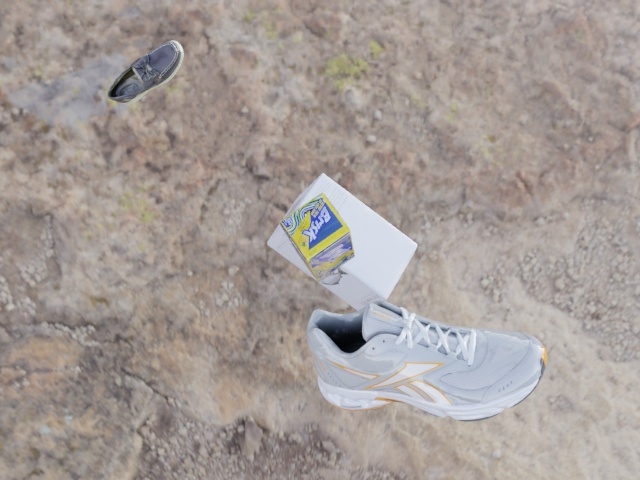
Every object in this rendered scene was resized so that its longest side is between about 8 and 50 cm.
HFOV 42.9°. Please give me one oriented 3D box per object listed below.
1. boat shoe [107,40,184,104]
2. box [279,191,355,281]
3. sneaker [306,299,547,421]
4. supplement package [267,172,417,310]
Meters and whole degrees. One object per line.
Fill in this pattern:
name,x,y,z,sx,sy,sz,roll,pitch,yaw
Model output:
boat shoe,-0.290,-0.274,1.350,0.152,0.049,0.056,-37,89,22
box,0.000,0.000,0.923,0.059,0.169,0.054,-35,79,-2
sneaker,0.100,0.117,0.860,0.263,0.121,0.099,-7,38,24
supplement package,0.031,0.006,1.205,0.179,0.105,0.105,36,65,-7
